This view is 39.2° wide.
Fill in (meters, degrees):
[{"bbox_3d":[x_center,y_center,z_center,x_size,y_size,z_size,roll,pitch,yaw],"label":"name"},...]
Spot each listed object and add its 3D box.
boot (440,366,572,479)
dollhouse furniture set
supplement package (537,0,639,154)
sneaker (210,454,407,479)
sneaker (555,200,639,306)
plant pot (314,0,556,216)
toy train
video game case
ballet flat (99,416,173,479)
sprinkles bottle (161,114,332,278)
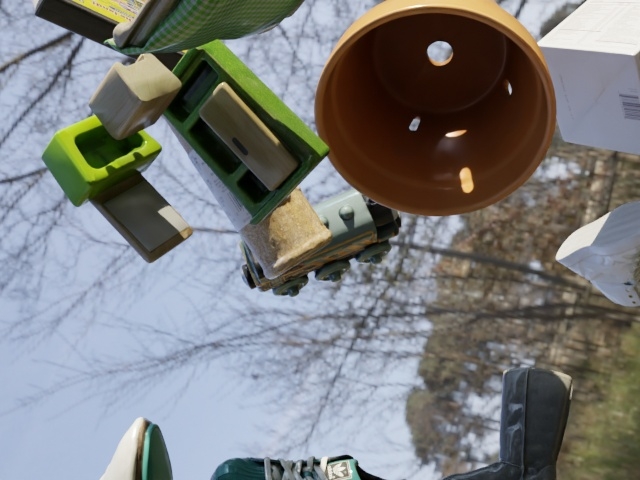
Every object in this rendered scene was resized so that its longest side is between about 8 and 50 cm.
[{"bbox_3d":[0.267,0.284,1.303,0.076,0.190,0.208,79,-162,-63],"label":"boot"},{"bbox_3d":[-0.053,-0.127,0.703,0.301,0.151,0.197,-43,-2,38],"label":"dollhouse furniture set"},{"bbox_3d":[0.539,-0.305,1.508,0.263,0.198,0.199,-41,-56,-21],"label":"supplement package"},{"bbox_3d":[-0.007,0.360,1.327,0.121,0.302,0.108,-60,23,30],"label":"sneaker"},{"bbox_3d":[0.571,0.032,1.634,0.108,0.169,0.292,-53,3,-16],"label":"sneaker"},{"bbox_3d":[0.149,-0.205,1.164,0.203,0.291,0.290,-77,-13,-52],"label":"plant pot"},{"bbox_3d":[0.000,0.000,1.709,0.190,0.334,0.142,77,171,-72],"label":"toy train"},{"bbox_3d":[-0.248,-0.298,1.152,0.275,0.248,0.035,20,-63,-37],"label":"video game case"},{"bbox_3d":[-0.265,0.432,1.277,0.139,0.139,0.400,-48,-44,-54],"label":"ballet flat"},{"bbox_3d":[-0.125,-0.117,1.343,0.355,0.121,0.121,57,-153,1],"label":"sprinkles bottle"}]
